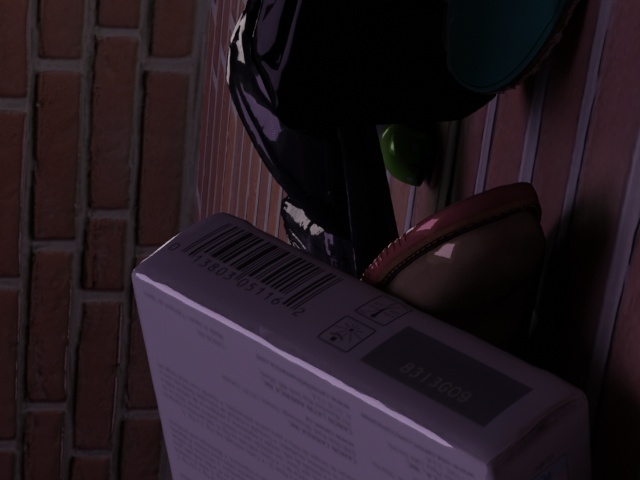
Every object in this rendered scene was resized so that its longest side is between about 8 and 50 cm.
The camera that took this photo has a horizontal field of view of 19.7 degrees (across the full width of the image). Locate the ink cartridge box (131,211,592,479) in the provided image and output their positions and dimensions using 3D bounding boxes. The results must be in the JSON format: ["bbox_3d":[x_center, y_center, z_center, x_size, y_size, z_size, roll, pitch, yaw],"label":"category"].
[{"bbox_3d":[0.036,0.202,1.176,0.308,0.091,0.385,25,137,39],"label":"ink cartridge box"}]

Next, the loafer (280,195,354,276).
[{"bbox_3d":[0.000,0.000,1.837,0.223,0.076,0.078,-146,66,-75],"label":"loafer"}]

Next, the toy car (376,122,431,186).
[{"bbox_3d":[0.054,-0.130,1.604,0.225,0.053,0.239,-100,15,-52],"label":"toy car"}]

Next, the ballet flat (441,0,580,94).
[{"bbox_3d":[0.133,-0.204,1.122,0.077,0.091,0.241,-48,-25,-55],"label":"ballet flat"}]

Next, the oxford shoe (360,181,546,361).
[{"bbox_3d":[0.099,0.080,1.184,0.348,0.123,0.130,95,153,-64],"label":"oxford shoe"}]

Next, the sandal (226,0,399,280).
[{"bbox_3d":[-0.006,-0.068,1.461,0.167,0.107,0.445,-19,-83,-88],"label":"sandal"}]

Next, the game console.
[{"bbox_3d":[0.076,-0.240,1.130,0.044,0.213,0.361,32,116,37],"label":"game console"}]
